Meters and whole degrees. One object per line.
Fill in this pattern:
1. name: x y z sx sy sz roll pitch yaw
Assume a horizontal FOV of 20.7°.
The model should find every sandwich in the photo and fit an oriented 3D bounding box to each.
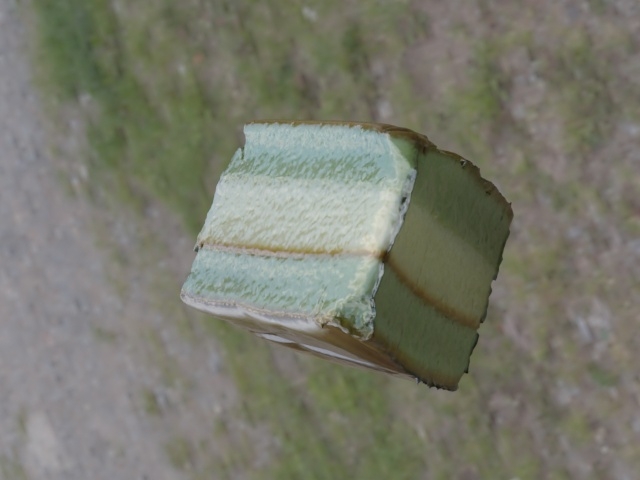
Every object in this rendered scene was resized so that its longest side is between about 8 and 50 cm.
1. sandwich: 0.000 -0.001 1.230 0.198 0.227 0.155 14 81 24
